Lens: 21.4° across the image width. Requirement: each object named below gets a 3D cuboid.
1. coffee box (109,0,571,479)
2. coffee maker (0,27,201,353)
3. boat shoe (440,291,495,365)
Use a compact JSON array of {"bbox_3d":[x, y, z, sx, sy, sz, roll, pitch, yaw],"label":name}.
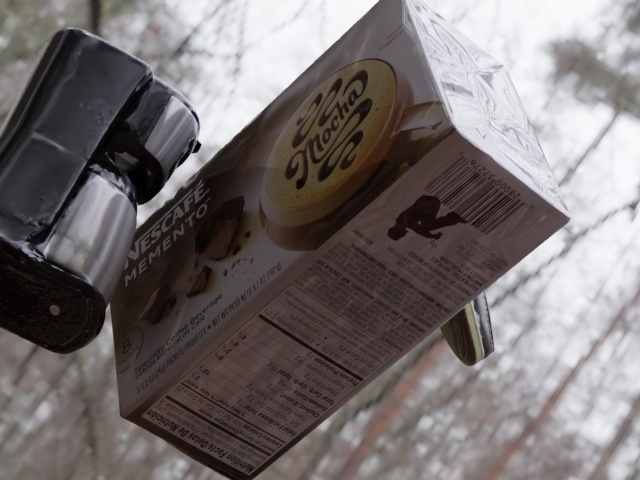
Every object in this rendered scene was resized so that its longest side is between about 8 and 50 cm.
[{"bbox_3d":[0.000,0.000,1.118,0.119,0.297,0.168,34,26,-33],"label":"coffee box"},{"bbox_3d":[-0.180,-0.046,1.084,0.120,0.178,0.171,-20,-53,43],"label":"coffee maker"},{"bbox_3d":[0.134,0.004,1.597,0.080,0.073,0.223,158,-84,-71],"label":"boat shoe"}]
